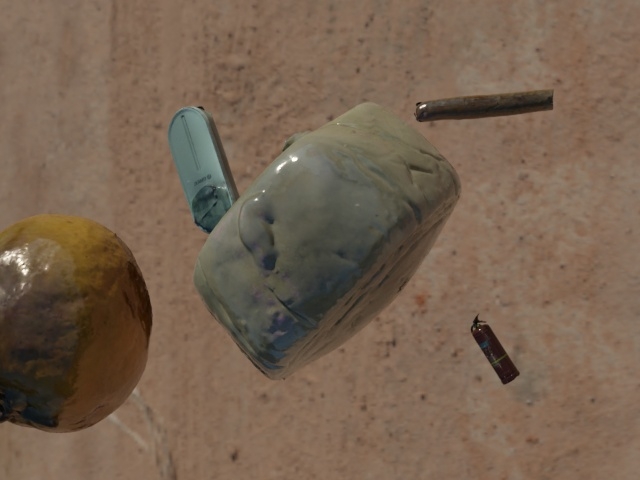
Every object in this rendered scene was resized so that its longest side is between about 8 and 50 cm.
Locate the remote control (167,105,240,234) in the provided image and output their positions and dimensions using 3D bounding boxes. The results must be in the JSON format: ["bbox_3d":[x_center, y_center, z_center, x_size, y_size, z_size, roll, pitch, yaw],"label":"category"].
[{"bbox_3d":[-0.213,-0.129,1.910,0.104,0.052,0.247,-24,79,33],"label":"remote control"}]

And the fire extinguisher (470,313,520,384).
[{"bbox_3d":[0.308,0.193,1.853,0.132,0.039,0.056,57,149,4],"label":"fire extinguisher"}]

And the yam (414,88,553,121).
[{"bbox_3d":[0.308,-0.254,1.954,0.264,0.046,0.046,-5,82,10],"label":"yam"}]

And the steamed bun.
[{"bbox_3d":[0.002,-0.003,1.377,0.383,0.236,0.247,-46,81,7],"label":"steamed bun"}]

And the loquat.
[{"bbox_3d":[-0.270,0.084,1.080,0.193,0.238,0.238,14,100,3],"label":"loquat"}]
